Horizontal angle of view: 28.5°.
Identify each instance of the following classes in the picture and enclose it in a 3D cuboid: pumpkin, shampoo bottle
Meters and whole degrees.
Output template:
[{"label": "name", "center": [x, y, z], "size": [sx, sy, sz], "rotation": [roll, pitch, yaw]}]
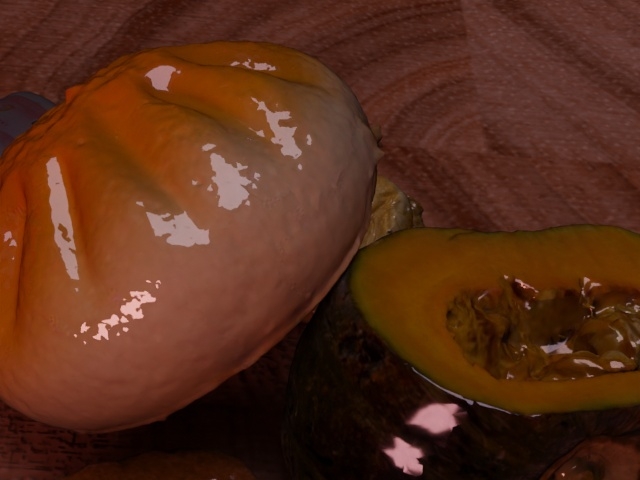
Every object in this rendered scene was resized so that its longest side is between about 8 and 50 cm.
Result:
[{"label": "pumpkin", "center": [0.127, 0.080, 0.801], "size": [0.317, 0.139, 0.222], "rotation": [-5, 36, -21]}, {"label": "shampoo bottle", "center": [-0.282, -0.071, 1.027], "size": [0.080, 0.040, 0.165], "rotation": [31, 43, 25]}]

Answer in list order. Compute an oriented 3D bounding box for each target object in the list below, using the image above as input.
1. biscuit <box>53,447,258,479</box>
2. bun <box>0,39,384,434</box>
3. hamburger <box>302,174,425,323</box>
[{"label": "biscuit", "center": [-0.043, 0.213, 0.699], "size": [0.262, 0.052, 0.277], "rotation": [-20, 45, -37]}, {"label": "bun", "center": [-0.110, -0.030, 0.796], "size": [0.299, 0.165, 0.299], "rotation": [-29, 27, 16]}, {"label": "hamburger", "center": [0.000, 0.000, 0.948], "size": [0.147, 0.083, 0.138], "rotation": [15, 43, 13]}]
